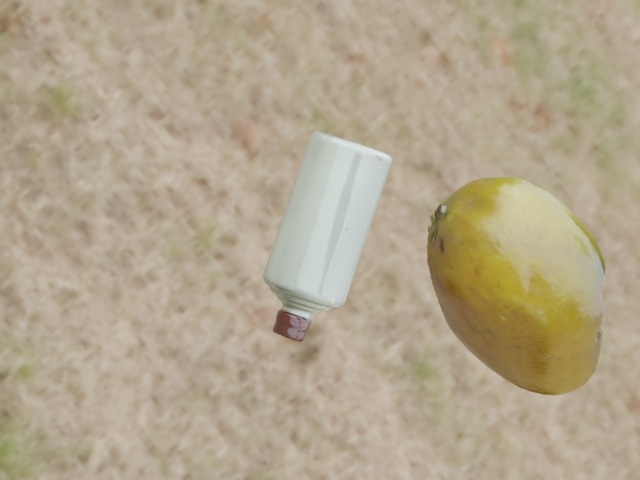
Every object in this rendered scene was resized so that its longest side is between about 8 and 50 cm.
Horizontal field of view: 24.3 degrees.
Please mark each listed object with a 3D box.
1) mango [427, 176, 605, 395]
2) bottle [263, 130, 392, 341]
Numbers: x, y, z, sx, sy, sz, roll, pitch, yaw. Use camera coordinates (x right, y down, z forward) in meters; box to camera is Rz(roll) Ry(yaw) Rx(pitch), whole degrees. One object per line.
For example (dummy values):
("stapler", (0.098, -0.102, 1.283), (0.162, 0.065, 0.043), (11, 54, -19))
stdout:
("mango", (0.189, 0.049, 1.381), (0.130, 0.167, 0.262), (-56, 147, -27))
("bottle", (0.000, 0.000, 1.752), (0.104, 0.245, 0.104), (18, 3, -1))
